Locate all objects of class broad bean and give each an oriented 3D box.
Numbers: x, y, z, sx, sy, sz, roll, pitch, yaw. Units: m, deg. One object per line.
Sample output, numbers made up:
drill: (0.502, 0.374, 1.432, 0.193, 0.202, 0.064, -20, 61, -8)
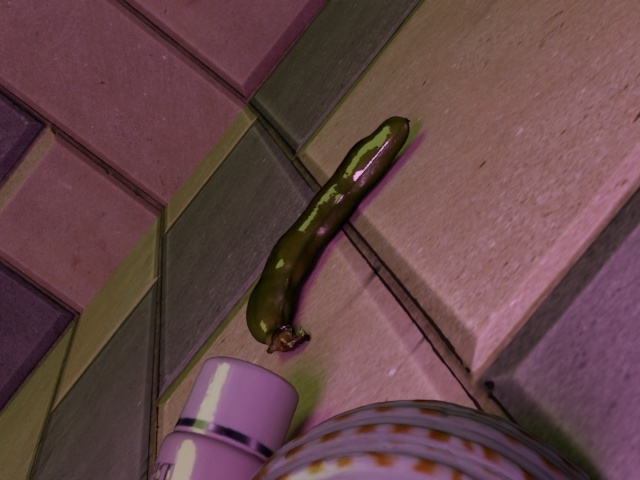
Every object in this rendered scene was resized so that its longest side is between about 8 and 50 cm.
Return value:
broad bean: (0.000, 0.000, 1.091, 0.144, 0.049, 0.292, -19, 37, 55)

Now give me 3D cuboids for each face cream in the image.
face cream: (-0.102, 0.238, 0.771, 0.143, 0.089, 0.314, -27, 39, 61)

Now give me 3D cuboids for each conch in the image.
conch: (0.022, 0.138, 0.476, 0.172, 0.131, 0.200, -48, 15, 21)
